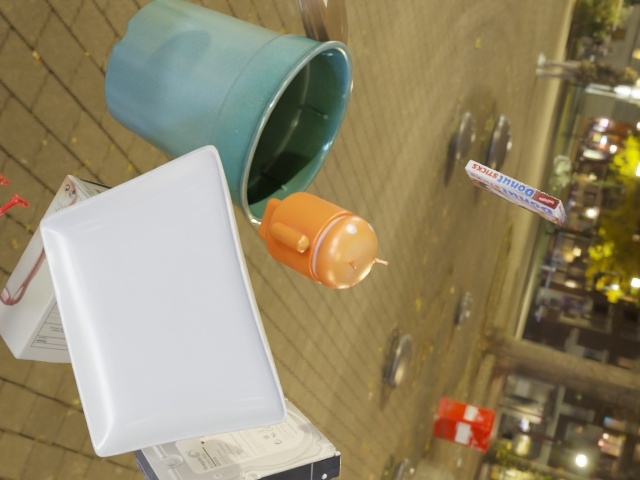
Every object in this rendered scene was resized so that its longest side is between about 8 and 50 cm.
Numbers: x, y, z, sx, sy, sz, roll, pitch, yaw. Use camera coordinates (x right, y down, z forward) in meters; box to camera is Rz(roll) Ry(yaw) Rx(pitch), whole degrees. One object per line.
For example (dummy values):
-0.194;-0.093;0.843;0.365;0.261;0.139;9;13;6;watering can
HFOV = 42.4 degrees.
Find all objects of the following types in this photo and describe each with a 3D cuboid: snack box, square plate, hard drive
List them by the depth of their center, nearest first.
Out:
-0.211;0.091;1.086;0.049;0.344;0.347;-9;82;-58;square plate
0.329;-0.081;1.394;0.022;0.178;0.064;-55;147;-7;snack box
-0.162;0.414;1.590;0.339;0.237;0.064;-9;113;-27;hard drive

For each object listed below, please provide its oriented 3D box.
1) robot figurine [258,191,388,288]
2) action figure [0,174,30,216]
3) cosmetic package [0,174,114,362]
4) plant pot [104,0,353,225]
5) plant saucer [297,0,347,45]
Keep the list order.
0.001;0.000;1.335;0.128;0.219;0.158;-49;142;-19;robot figurine
-0.640;0.013;1.484;0.280;0.091;0.139;-42;168;-6;action figure
-0.418;0.055;1.418;0.153;0.129;0.296;18;109;-53;cosmetic package
-0.172;-0.249;1.455;0.341;0.334;0.341;-53;161;-28;plant pot
0.006;-0.478;1.636;0.278;0.041;0.277;-6;90;-74;plant saucer
